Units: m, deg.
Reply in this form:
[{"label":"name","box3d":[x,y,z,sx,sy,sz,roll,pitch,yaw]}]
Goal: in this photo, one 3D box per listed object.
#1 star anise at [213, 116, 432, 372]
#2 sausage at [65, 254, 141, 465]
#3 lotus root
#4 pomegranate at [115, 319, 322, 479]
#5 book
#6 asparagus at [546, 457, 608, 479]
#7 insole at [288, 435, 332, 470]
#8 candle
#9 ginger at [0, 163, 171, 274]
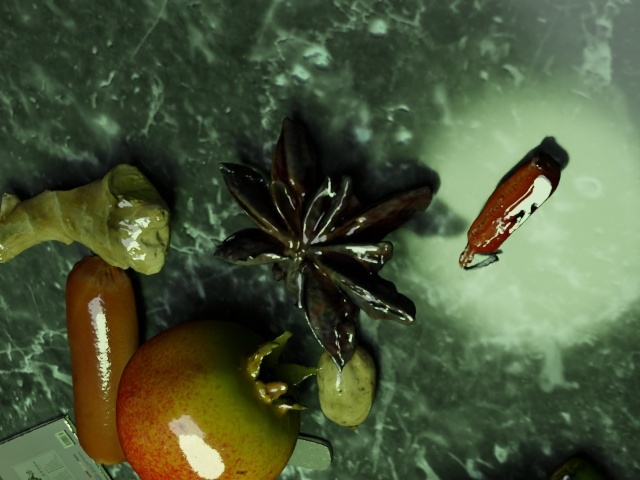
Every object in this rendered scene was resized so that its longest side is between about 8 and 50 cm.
[{"label":"star anise","box3d":[-0.003,0.002,1.288,0.283,0.129,0.212,32,119,15]},{"label":"sausage","box3d":[-0.272,0.159,1.510,0.089,0.083,0.300,17,122,31]},{"label":"lotus root","box3d":[0.029,0.164,1.394,0.072,0.063,0.152,10,124,30]},{"label":"pomegranate","box3d":[-0.120,0.193,1.390,0.257,0.221,0.221,-36,99,27]},{"label":"book","box3d":[-0.387,0.324,1.692,0.182,0.014,0.127,-25,105,32]},{"label":"asparagus","box3d":[0.369,0.351,1.350,0.278,0.060,0.067,44,99,-3]},{"label":"insole","box3d":[-0.075,0.260,1.522,0.192,0.010,0.063,6,120,20]},{"label":"candle","box3d":[0.192,-0.026,1.235,0.162,0.048,0.053,-52,55,35]},{"label":"ginger","box3d":[-0.292,-0.012,1.426,0.294,0.086,0.131,-9,108,31]}]
